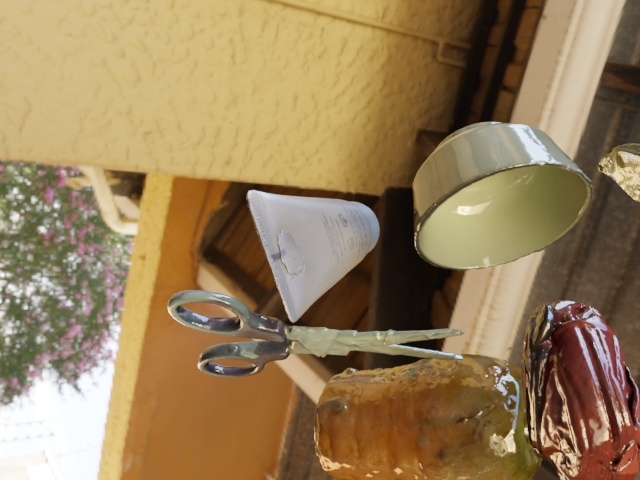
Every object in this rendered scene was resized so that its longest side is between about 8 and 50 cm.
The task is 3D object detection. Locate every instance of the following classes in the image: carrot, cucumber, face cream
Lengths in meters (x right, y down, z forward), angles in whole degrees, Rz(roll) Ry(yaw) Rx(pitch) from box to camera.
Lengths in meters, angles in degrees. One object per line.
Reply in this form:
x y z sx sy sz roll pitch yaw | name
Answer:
0.181 0.301 1.184 0.341 0.224 0.224 -10 -100 33 | carrot
0.544 -0.074 1.062 0.325 0.145 0.105 -118 -158 -56 | cucumber
0.000 0.000 0.879 0.089 0.314 0.143 -17 -90 18 | face cream

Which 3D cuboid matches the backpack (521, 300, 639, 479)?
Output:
0.314 0.190 0.859 0.229 0.139 0.229 -6 90 -81 | backpack

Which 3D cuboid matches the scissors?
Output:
0.003 0.137 0.977 0.256 0.384 0.029 87 6 -58 | scissors

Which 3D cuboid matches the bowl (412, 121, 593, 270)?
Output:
0.199 -0.063 0.861 0.211 0.212 0.112 -50 -137 42 | bowl
